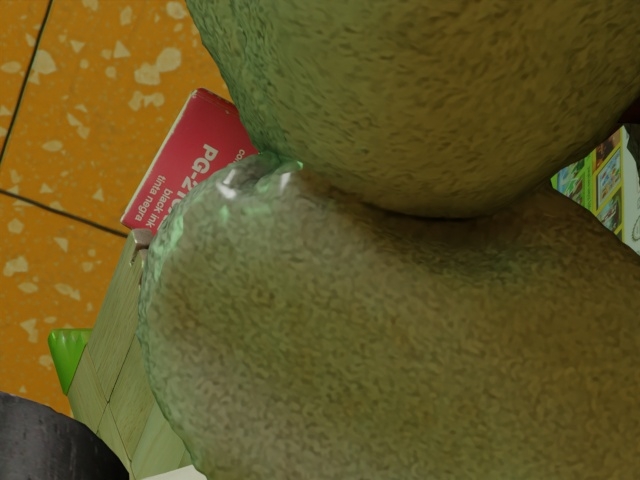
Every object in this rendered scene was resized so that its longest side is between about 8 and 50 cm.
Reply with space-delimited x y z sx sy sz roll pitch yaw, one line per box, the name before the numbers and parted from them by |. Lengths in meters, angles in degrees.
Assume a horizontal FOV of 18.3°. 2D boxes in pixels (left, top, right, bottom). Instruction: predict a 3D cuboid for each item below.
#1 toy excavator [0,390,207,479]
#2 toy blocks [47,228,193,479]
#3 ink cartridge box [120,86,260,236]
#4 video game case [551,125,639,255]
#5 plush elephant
toy excavator | -0.059 0.282 0.639 0.222 0.433 0.445 -97 -11 -60
toy blocks | -0.024 0.101 1.056 0.261 0.191 0.381 -66 35 37
ink cartridge box | 0.000 0.000 1.287 0.100 0.237 0.172 -60 4 3
video game case | 0.131 -0.003 0.883 0.206 0.026 0.227 -54 13 30
plush elephant | 0.074 -0.066 0.463 0.330 0.255 0.272 -110 30 -78
